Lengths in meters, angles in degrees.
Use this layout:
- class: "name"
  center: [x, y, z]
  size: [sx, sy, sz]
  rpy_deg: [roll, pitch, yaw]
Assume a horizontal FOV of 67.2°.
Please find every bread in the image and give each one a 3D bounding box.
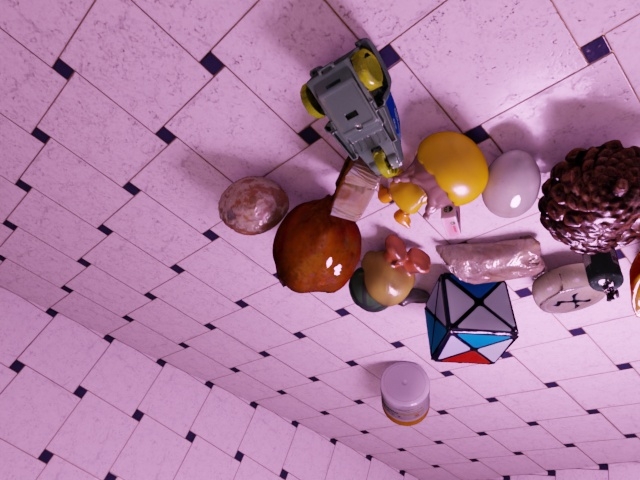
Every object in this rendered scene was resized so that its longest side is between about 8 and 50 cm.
- class: "bread"
  center: [0.108, -0.180, 1.388]
  size: [0.110, 0.192, 0.209]
  rpy_deg: [24, 142, -1]

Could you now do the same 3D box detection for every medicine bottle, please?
- class: "medicine bottle"
  center: [0.410, 0.743, 2.337]
  size: [0.238, 0.237, 0.231]
  rpy_deg: [2, 138, 14]

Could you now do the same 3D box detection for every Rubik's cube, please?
- class: "Rubik's cube"
  center: [0.531, 0.282, 1.737]
  size: [0.250, 0.246, 0.248]
  rpy_deg: [3, 140, -1]

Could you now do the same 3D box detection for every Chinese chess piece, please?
- class: "Chinese chess piece"
  center: [0.828, 0.165, 1.615]
  size: [0.238, 0.092, 0.237]
  rpy_deg: [-3, 149, -2]

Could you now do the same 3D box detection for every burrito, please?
- class: "burrito"
  center: [0.575, 0.075, 1.623]
  size: [0.348, 0.107, 0.175]
  rpy_deg: [-6, 123, 19]

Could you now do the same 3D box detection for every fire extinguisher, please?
- class: "fire extinguisher"
  center: [0.816, 0.070, 1.393]
  size: [0.093, 0.294, 0.118]
  rpy_deg: [-9, 136, 23]

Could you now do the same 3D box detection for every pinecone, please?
- class: "pinecone"
  center: [0.721, -0.109, 1.257]
  size: [0.299, 0.242, 0.295]
  rpy_deg: [8, 149, 4]

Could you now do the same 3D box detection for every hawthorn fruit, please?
- class: "hawthorn fruit"
  center: [-0.006, 0.020, 1.567]
  size: [0.309, 0.308, 0.324]
  rpy_deg: [22, 150, -9]

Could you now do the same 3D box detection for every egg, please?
- class: "egg"
  center: [-0.216, -0.112, 1.563]
  size: [0.234, 0.194, 0.194]
  rpy_deg: [-5, 138, 2]
- class: "egg"
  center: [0.525, -0.157, 1.326]
  size: [0.151, 0.151, 0.209]
  rpy_deg: [6, 134, 10]

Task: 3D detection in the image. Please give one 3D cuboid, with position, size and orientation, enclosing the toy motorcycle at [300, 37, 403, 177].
- class: "toy motorcycle"
  center: [0.118, -0.326, 1.229]
  size: [0.191, 0.199, 0.326]
  rpy_deg: [-20, 119, 34]

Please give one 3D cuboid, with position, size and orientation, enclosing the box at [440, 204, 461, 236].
- class: "box"
  center: [0.397, -0.084, 1.466]
  size: [0.043, 0.125, 0.089]
  rpy_deg: [-9, 136, 23]

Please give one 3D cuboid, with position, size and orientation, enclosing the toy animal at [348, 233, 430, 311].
- class: "toy animal"
  center: [0.226, 0.147, 1.732]
  size: [0.216, 0.191, 0.338]
  rpy_deg: [26, 139, -14]

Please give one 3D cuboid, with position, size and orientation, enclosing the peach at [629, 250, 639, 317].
- class: "peach"
  center: [1.110, 0.086, 1.376]
  size: [0.381, 0.242, 0.306]
  rpy_deg: [1, 119, 35]

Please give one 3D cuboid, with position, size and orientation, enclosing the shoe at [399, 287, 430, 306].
- class: "shoe"
  center: [0.328, 0.231, 1.891]
  size: [0.195, 0.078, 0.079]
  rpy_deg: [10, 140, 9]

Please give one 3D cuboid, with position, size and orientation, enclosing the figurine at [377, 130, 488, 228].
- class: "figurine"
  center: [0.313, -0.163, 1.371]
  size: [0.215, 0.187, 0.344]
  rpy_deg: [39, 142, -10]
